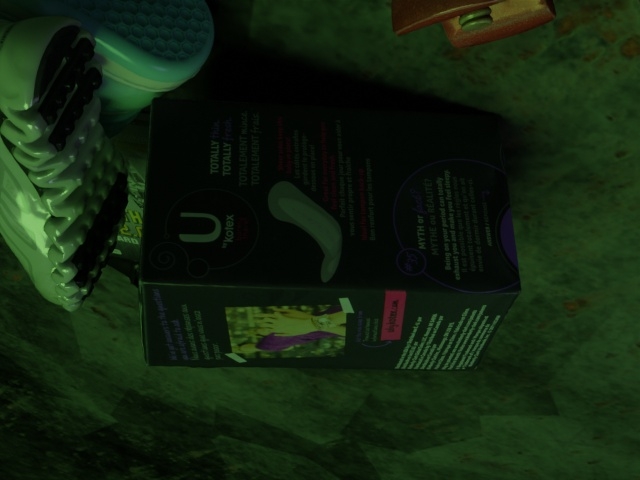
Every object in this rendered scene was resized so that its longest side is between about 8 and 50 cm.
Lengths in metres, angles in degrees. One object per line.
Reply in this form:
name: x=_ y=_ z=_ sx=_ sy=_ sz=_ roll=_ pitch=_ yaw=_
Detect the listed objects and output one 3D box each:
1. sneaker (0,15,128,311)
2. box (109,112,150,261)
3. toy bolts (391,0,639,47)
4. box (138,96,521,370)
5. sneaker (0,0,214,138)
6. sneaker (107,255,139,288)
sneaker: x=-0.219 y=-0.056 z=0.784 sx=0.118 sy=0.110 sz=0.292 roll=13 pitch=141 yaw=9
box: x=-0.187 y=-0.050 z=1.017 sx=0.231 sy=0.056 sz=0.183 roll=11 pitch=148 yaw=15
toy bolts: x=0.143 y=-0.208 z=0.558 sx=0.228 sy=0.159 sz=0.218 roll=-12 pitch=177 yaw=27
box: x=0.000 y=0.000 z=0.810 sx=0.270 sy=0.165 sz=0.143 roll=3 pitch=149 yaw=-7
sneaker: x=-0.260 y=-0.177 z=0.800 sx=0.319 sy=0.127 sz=0.208 roll=32 pitch=146 yaw=-16
sneaker: x=-0.158 y=0.064 z=1.112 sx=0.216 sy=0.121 sz=0.079 roll=18 pitch=148 yaw=4
